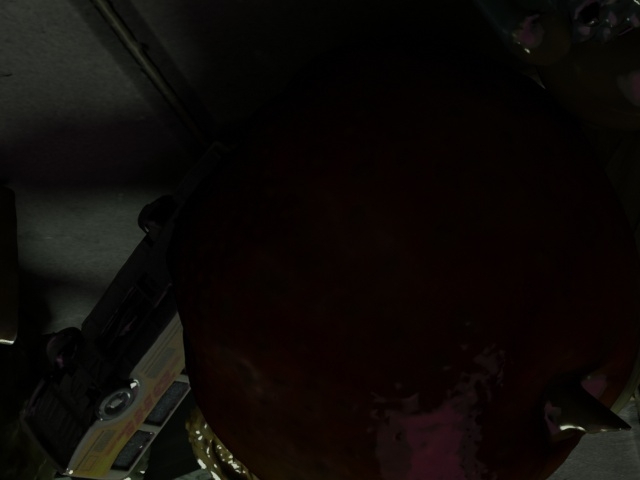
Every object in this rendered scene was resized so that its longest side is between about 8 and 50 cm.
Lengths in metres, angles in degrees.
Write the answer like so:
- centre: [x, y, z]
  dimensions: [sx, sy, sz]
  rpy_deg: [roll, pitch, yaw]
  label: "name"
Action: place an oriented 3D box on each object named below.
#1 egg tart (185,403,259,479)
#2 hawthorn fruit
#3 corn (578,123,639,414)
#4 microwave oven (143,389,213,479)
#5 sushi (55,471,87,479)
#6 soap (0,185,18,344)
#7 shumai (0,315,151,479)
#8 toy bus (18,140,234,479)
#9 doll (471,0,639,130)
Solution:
- centre: [0.004, 0.185, 1.434]
  dimensions: [0.288, 0.118, 0.288]
  rpy_deg: [0, 139, 0]
  label: "egg tart"
- centre: [0.089, 0.045, 1.123]
  dimensions: [0.402, 0.403, 0.403]
  rpy_deg: [-6, 154, -3]
  label: "hawthorn fruit"
- centre: [0.264, 0.018, 1.294]
  dimensions: [0.122, 0.305, 0.123]
  rpy_deg: [13, 179, -31]
  label: "corn"
- centre: [-0.056, 0.233, 1.674]
  dimensions: [0.181, 0.238, 0.295]
  rpy_deg: [-26, 139, 34]
  label: "microwave oven"
- centre: [-0.412, 0.373, 2.082]
  dimensions: [0.292, 0.059, 0.294]
  rpy_deg: [6, 151, -26]
  label: "sushi"
- centre: [-0.410, 0.011, 1.222]
  dimensions: [0.274, 0.173, 0.089]
  rpy_deg: [12, 146, -34]
  label: "soap"
- centre: [-0.395, 0.213, 1.509]
  dimensions: [0.395, 0.395, 0.348]
  rpy_deg: [-19, 175, 23]
  label: "shumai"
- centre: [-0.147, 0.075, 1.313]
  dimensions: [0.342, 0.097, 0.138]
  rpy_deg: [-53, 146, 7]
  label: "toy bus"
- centre: [0.215, -0.179, 1.003]
  dimensions: [0.177, 0.161, 0.260]
  rpy_deg: [-41, 141, 16]
  label: "doll"
